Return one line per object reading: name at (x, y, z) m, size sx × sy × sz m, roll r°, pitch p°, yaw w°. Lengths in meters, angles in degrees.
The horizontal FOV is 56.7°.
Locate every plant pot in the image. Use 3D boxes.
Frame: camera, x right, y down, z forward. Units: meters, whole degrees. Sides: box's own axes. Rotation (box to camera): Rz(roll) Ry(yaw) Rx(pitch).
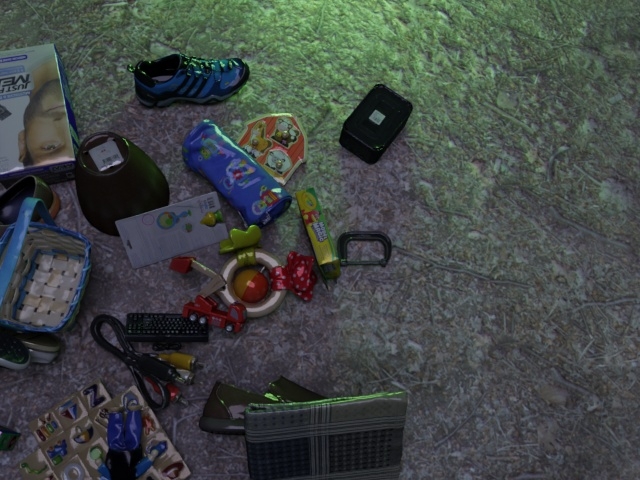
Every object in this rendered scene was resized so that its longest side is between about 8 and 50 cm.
plant pot at (-0.470, -0.147, 1.360) m, size 0.215 × 0.230 × 0.215 m, roll 2°, pitch 71°, yaw -6°

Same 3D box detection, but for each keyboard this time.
keyboard at (-0.343, 0.203, 1.328) m, size 0.180 × 0.023 × 0.108 m, roll 2°, pitch 44°, yaw -15°

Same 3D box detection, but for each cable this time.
cable at (-0.401, 0.277, 1.331) m, size 0.287 × 0.072 × 0.139 m, roll 26°, pitch 87°, yaw 15°

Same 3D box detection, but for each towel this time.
towel at (0.013, 0.417, 1.203) m, size 0.324 × 0.312 × 0.056 m, roll -4°, pitch 35°, yaw -5°

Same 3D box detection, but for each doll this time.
doll at (-0.400, 0.441, 1.227) m, size 0.129 × 0.046 × 0.189 m, roll -2°, pitch 76°, yaw -3°

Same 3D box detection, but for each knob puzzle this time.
knob puzzle at (-0.117, -0.260, 1.546) m, size 0.213 × 0.030 × 0.213 m, roll 2°, pitch 71°, yaw -6°

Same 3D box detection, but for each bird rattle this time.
bird rattle at (-0.140, 0.086, 1.401) m, size 0.253 × 0.143 × 0.207 m, roll 34°, pitch 82°, yaw -8°

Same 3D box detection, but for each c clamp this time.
c clamp at (0.104, 0.038, 1.477) m, size 0.161 × 0.022 × 0.137 m, roll -5°, pitch 67°, yaw -7°

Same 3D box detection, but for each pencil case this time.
pencil case at (-0.211, -0.155, 1.452) m, size 0.133 × 0.119 × 0.306 m, roll -44°, pitch 81°, yaw -7°

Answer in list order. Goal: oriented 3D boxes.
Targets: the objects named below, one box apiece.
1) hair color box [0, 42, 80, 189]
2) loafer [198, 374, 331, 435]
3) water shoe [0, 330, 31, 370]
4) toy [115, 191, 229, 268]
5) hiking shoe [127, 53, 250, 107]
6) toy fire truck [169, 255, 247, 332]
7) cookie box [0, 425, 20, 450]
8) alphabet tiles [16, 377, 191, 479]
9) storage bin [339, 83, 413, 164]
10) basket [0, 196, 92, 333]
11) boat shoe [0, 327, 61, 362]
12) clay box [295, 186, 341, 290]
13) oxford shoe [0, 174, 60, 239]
hair color box at (-0.708, -0.304, 1.453) m, size 0.185 × 0.110 × 0.338 m, roll -14°, pitch 75°, yaw -12°
loafer at (-0.075, 0.356, 1.283) m, size 0.366 × 0.134 × 0.130 m, roll 3°, pitch 71°, yaw -6°
water shoe at (-0.689, 0.222, 1.198) m, size 0.203 × 0.080 × 0.073 m, roll 25°, pitch 27°, yaw -8°
toy at (-0.350, -0.032, 1.412) m, size 0.237 × 0.136 × 0.056 m, roll -16°, pitch 33°, yaw -10°
hiking shoe at (-0.328, -0.420, 1.522) m, size 0.304 × 0.132 × 0.113 m, roll -16°, pitch 74°, yaw -12°
toy fire truck at (-0.251, 0.119, 1.333) m, size 0.192 × 0.047 × 0.135 m, roll 15°, pitch 97°, yaw 6°
cookie box at (-0.683, 0.396, 1.212) m, size 0.092 × 0.107 × 0.040 m, roll 21°, pitch 70°, yaw 0°
alphabet tiles at (-0.453, 0.480, 1.245) m, size 0.285 × 0.011 × 0.342 m, roll -34°, pitch 80°, yaw -11°
storage bin at (0.145, -0.308, 1.565) m, size 0.122 × 0.084 × 0.180 m, roll 36°, pitch 70°, yaw 6°
basket at (-0.597, 0.077, 1.235) m, size 0.201 × 0.289 × 0.254 m, roll 13°, pitch 67°, yaw -8°
boat shoe at (-0.718, 0.232, 1.275) m, size 0.302 × 0.113 × 0.103 m, roll 12°, pitch 91°, yaw -4°
clay box at (0.000, 0.000, 1.407) m, size 0.053 × 0.127 × 0.222 m, roll -19°, pitch 70°, yaw -3°
oxford shoe at (-0.752, -0.005, 1.329) m, size 0.130 × 0.132 × 0.363 m, roll 32°, pitch 71°, yaw 4°
